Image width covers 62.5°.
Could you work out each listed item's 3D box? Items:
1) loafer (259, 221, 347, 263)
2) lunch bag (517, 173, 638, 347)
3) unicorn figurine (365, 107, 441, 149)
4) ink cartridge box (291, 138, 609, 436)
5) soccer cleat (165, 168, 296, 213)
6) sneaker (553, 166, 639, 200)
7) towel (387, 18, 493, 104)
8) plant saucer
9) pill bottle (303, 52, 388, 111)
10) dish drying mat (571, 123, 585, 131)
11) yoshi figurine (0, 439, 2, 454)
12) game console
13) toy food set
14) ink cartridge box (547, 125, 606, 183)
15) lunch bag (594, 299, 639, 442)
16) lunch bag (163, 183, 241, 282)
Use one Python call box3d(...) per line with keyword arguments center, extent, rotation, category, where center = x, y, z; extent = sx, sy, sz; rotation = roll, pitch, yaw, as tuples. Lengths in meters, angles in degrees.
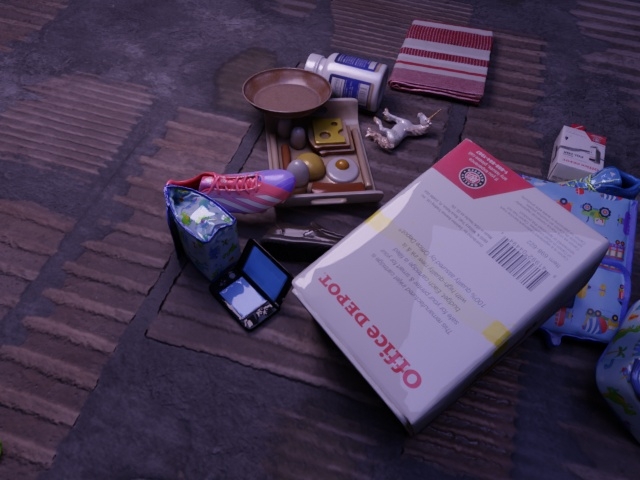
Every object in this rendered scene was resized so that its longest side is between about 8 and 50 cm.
box3d(center=(0.000, 0.000, 0.982), extent=(0.220, 0.080, 0.078), rotation=(11, 53, 5), category="loafer")
box3d(center=(0.426, 0.054, 0.957), extent=(0.221, 0.138, 0.293), rotation=(14, 65, 8), category="lunch bag")
box3d(center=(0.182, -0.260, 1.214), extent=(0.111, 0.060, 0.162), rotation=(37, 74, 15), category="unicorn figurine")
box3d(center=(0.190, 0.069, 0.833), extent=(0.385, 0.160, 0.279), rotation=(-38, 62, -9), category="ink cartridge box")
box3d(center=(-0.171, -0.096, 0.996), extent=(0.248, 0.095, 0.083), rotation=(-9, 58, 16), category="soccer cleat")
box3d(center=(0.524, -0.106, 1.064), extent=(0.240, 0.126, 0.091), rotation=(3, 52, -2), category="sneaker")
box3d(center=(0.328, -0.483, 1.403), extent=(0.237, 0.037, 0.329), rotation=(14, 51, 10), category="towel")
box3d(center=(-0.074, -0.324, 1.178), extent=(0.199, 0.036, 0.198), rotation=(1, 44, -1), category="plant saucer")
box3d(center=(0.059, -0.384, 1.261), extent=(0.187, 0.112, 0.112), rotation=(18, 54, 10), category="pill bottle")
box3d(center=(0.608, -0.247, 1.252), extent=(0.032, 0.008, 0.083), rotation=(19, 54, 10), category="dish drying mat")
box3d(center=(-0.495, 0.312, 0.661), extent=(0.362, 0.203, 0.203), rotation=(28, 40, 20), category="yoshi figurine")
box3d(center=(-0.123, 0.076, 0.923), extent=(0.107, 0.071, 0.122), rotation=(-35, 61, -26), category="game console")
box3d(center=(-0.002, -0.196, 1.126), extent=(0.220, 0.092, 0.306), rotation=(-4, 53, -6), category="toy food set")
box3d(center=(0.569, -0.181, 1.169), extent=(0.099, 0.056, 0.135), rotation=(19, 53, 10), category="ink cartridge box")
box3d(center=(0.541, 0.204, 0.821), extent=(0.219, 0.090, 0.176), rotation=(-41, 96, -28), category="lunch bag")
box3d(center=(-0.224, -0.019, 0.955), extent=(0.151, 0.128, 0.096), rotation=(40, 60, 23), category="lunch bag")
